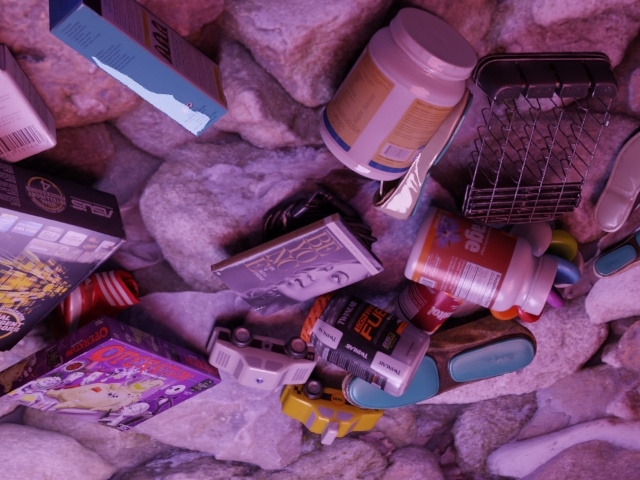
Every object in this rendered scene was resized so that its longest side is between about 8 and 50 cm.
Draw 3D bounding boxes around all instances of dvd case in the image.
[{"bbox_3d":[-0.034,0.043,1.726,0.221,0.018,0.164,-23,142,17],"label":"dvd case"}]

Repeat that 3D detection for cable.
[{"bbox_3d":[0.000,0.000,1.721,0.150,0.047,0.184,-37,133,21],"label":"cable"}]

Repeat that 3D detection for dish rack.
[{"bbox_3d":[0.313,-0.142,1.638,0.208,0.074,0.271,-2,131,-12],"label":"dish rack"}]

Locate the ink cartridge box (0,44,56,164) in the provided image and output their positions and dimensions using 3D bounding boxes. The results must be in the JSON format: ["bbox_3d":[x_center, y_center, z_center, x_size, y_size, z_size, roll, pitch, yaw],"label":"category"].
[{"bbox_3d":[-0.524,-0.170,1.393,0.296,0.066,0.261,-21,137,5],"label":"ink cartridge box"}]

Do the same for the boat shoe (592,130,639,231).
[{"bbox_3d":[0.500,-0.107,1.759,0.065,0.075,0.206,-32,153,-53],"label":"boat shoe"}]

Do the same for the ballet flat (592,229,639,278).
[{"bbox_3d":[0.542,0.016,1.893,0.168,0.057,0.052,-25,163,15],"label":"ballet flat"}]

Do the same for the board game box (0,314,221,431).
[{"bbox_3d":[-0.327,0.220,1.773,0.208,0.056,0.347,-32,153,12],"label":"board game box"}]

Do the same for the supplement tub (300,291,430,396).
[{"bbox_3d":[0.071,0.162,1.803,0.190,0.117,0.117,27,132,10],"label":"supplement tub"}]

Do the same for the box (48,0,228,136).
[{"bbox_3d":[-0.224,-0.236,1.386,0.060,0.100,0.244,-37,132,22],"label":"box"}]

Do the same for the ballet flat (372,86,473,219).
[{"bbox_3d":[0.139,-0.129,1.615,0.086,0.086,0.248,6,133,-21],"label":"ballet flat"}]

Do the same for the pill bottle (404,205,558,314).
[{"bbox_3d":[0.248,0.036,1.714,0.216,0.121,0.121,20,132,6],"label":"pill bottle"}]

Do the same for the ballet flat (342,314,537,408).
[{"bbox_3d":[0.199,0.206,1.932,0.349,0.123,0.123,-14,136,-7],"label":"ballet flat"}]

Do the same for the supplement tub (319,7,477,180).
[{"bbox_3d":[0.103,-0.194,1.485,0.144,0.144,0.199,16,128,-28],"label":"supplement tub"}]

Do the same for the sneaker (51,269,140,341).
[{"bbox_3d":[-0.343,0.123,1.724,0.128,0.087,0.221,-11,153,-23],"label":"sneaker"}]

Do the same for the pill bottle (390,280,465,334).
[{"bbox_3d":[0.178,0.102,1.843,0.086,0.086,0.152,19,127,-30],"label":"pill bottle"}]

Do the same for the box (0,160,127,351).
[{"bbox_3d":[-0.512,0.012,1.491,0.318,0.097,0.395,-41,143,28],"label":"box"}]

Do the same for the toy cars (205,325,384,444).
[{"bbox_3d":[-0.039,0.262,1.913,0.176,0.087,0.394,-18,139,31],"label":"toy cars"}]

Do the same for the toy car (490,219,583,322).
[{"bbox_3d":[0.346,0.062,1.814,0.182,0.136,0.159,-36,132,20],"label":"toy car"}]
